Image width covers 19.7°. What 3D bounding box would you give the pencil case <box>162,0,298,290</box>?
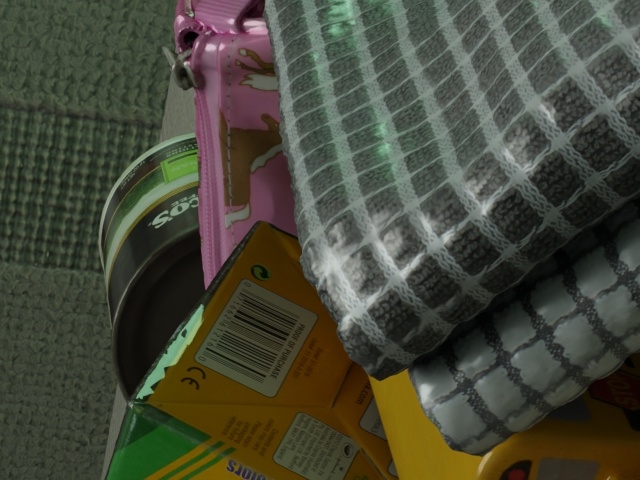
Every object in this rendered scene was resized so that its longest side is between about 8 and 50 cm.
[{"bbox_3d":[0.000,0.000,1.106,0.160,0.167,0.386,-71,-17,-54],"label":"pencil case"}]

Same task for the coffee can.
[{"bbox_3d":[-0.080,0.039,1.535,0.275,0.201,0.201,-118,36,-70],"label":"coffee can"}]

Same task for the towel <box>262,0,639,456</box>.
[{"bbox_3d":[0.096,-0.078,0.722,0.235,0.121,0.284,-40,25,15],"label":"towel"}]

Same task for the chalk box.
[{"bbox_3d":[-0.026,0.173,1.020,0.180,0.179,0.289,-58,-9,-50],"label":"chalk box"}]

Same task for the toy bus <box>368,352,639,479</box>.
[{"bbox_3d":[0.103,0.078,0.802,0.333,0.130,0.108,-106,25,-62],"label":"toy bus"}]
